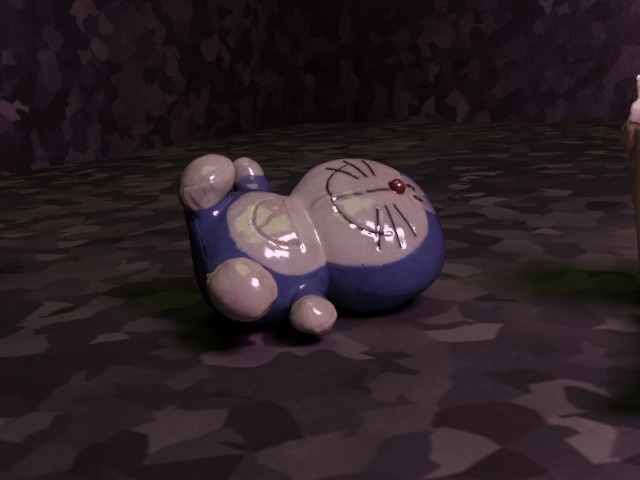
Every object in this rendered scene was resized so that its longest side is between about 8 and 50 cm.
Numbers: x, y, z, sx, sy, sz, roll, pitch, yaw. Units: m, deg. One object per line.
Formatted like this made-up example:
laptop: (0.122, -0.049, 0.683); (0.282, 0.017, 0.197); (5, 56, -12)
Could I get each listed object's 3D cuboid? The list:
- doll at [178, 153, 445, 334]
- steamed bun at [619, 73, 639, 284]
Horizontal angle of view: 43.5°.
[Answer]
doll: (0.000, 0.000, 0.790); (0.259, 0.154, 0.228); (-15, 49, -16)
steamed bun: (0.371, -0.046, 0.725); (0.200, 0.225, 0.170); (18, 50, 26)
